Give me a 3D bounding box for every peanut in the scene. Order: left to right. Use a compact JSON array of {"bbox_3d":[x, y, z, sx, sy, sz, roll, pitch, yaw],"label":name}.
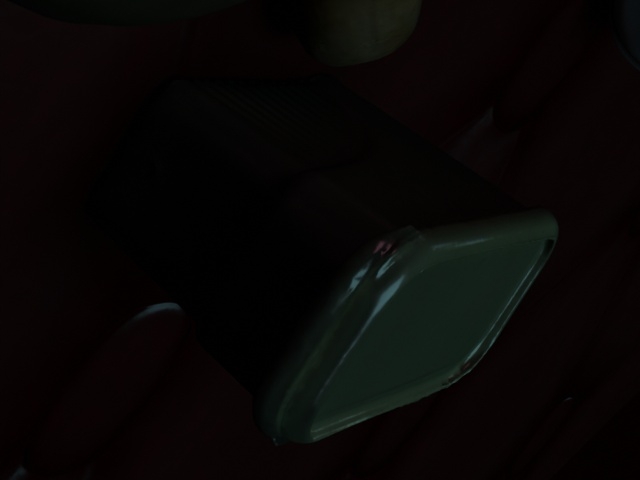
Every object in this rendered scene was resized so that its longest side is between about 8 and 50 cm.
[{"bbox_3d":[0.019,-0.136,1.033,0.076,0.076,0.152,-47,166,-14],"label":"peanut"}]

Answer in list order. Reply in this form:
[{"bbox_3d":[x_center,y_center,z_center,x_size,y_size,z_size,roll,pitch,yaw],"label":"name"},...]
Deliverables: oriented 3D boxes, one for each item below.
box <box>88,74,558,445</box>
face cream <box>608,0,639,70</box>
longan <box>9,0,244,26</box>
[{"bbox_3d":[0.000,0.000,1.077,0.138,0.178,0.274,-58,161,17],"label":"box"},{"bbox_3d":[0.288,-0.182,1.522,0.117,0.117,0.104,-56,169,15],"label":"face cream"},{"bbox_3d":[-0.048,-0.170,0.635,0.212,0.198,0.198,-27,150,-53],"label":"longan"}]
